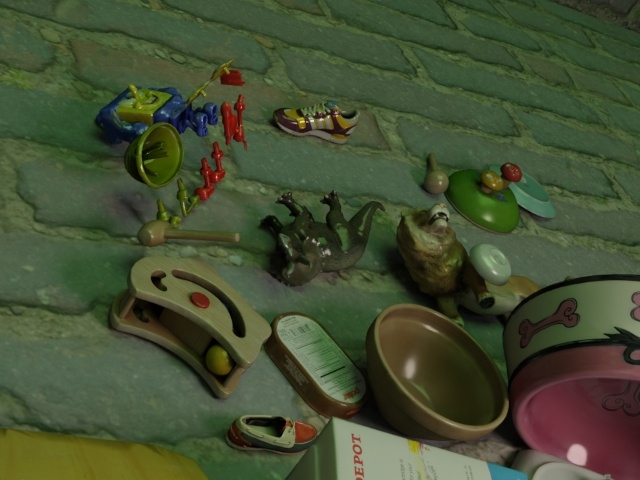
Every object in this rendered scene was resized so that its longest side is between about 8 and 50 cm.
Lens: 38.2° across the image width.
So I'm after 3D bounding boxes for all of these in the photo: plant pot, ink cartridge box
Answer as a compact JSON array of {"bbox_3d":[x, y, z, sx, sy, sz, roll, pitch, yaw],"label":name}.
[{"bbox_3d":[0.153,0.215,1.379,0.237,0.109,0.237,25,33,-18],"label":"plant pot"},{"bbox_3d":[0.092,0.365,1.059,0.270,0.197,0.198,20,36,-18],"label":"ink cartridge box"}]

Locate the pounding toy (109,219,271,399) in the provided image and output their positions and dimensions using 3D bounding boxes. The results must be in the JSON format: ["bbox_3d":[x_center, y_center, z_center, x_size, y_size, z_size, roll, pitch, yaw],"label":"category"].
[{"bbox_3d":[-0.178,0.071,1.257,0.269,0.154,0.154,43,30,16],"label":"pounding toy"}]

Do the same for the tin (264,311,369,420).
[{"bbox_3d":[-0.006,0.182,1.366,0.106,0.040,0.189,-18,58,-45],"label":"tin"}]

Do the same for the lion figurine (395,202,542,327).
[{"bbox_3d":[0.306,0.091,1.677,0.392,0.142,0.240,32,23,-27],"label":"lion figurine"}]

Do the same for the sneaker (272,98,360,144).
[{"bbox_3d":[-0.008,-0.256,1.885,0.186,0.084,0.069,6,41,-35],"label":"sneaker"}]

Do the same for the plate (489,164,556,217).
[{"bbox_3d":[0.475,-0.122,2.147,0.188,0.024,0.188,25,30,-16],"label":"plate"}]

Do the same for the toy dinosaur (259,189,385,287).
[{"bbox_3d":[0.000,0.000,1.563,0.314,0.121,0.160,-5,60,-49],"label":"toy dinosaur"}]

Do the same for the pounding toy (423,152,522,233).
[{"bbox_3d":[0.348,-0.128,1.987,0.237,0.110,0.183,29,33,-6],"label":"pounding toy"}]

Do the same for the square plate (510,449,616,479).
[{"bbox_3d":[0.396,0.426,1.253,0.347,0.049,0.344,18,27,21],"label":"square plate"}]

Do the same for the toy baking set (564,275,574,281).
[{"bbox_3d":[0.457,0.132,1.497,0.256,0.196,0.030,33,73,31],"label":"toy baking set"}]

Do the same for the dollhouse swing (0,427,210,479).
[{"bbox_3d":[-0.243,0.365,0.913,0.347,0.305,0.315,13,79,-28],"label":"dollhouse swing"}]

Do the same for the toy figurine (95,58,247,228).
[{"bbox_3d":[-0.289,-0.170,1.547,0.217,0.191,0.362,8,37,18],"label":"toy figurine"}]

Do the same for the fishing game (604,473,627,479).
[{"bbox_3d":[0.449,0.383,1.255,0.264,0.041,0.189,-10,33,-31],"label":"fishing game"}]

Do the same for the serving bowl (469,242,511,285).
[{"bbox_3d":[0.293,0.036,1.564,0.083,0.027,0.083,25,40,-23],"label":"serving bowl"}]

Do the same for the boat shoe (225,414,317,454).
[{"bbox_3d":[-0.058,0.252,1.224,0.137,0.043,0.049,10,38,-33],"label":"boat shoe"}]

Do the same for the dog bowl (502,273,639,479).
[{"bbox_3d":[0.466,0.233,1.386,0.408,0.408,0.150,27,53,-9],"label":"dog bowl"}]
